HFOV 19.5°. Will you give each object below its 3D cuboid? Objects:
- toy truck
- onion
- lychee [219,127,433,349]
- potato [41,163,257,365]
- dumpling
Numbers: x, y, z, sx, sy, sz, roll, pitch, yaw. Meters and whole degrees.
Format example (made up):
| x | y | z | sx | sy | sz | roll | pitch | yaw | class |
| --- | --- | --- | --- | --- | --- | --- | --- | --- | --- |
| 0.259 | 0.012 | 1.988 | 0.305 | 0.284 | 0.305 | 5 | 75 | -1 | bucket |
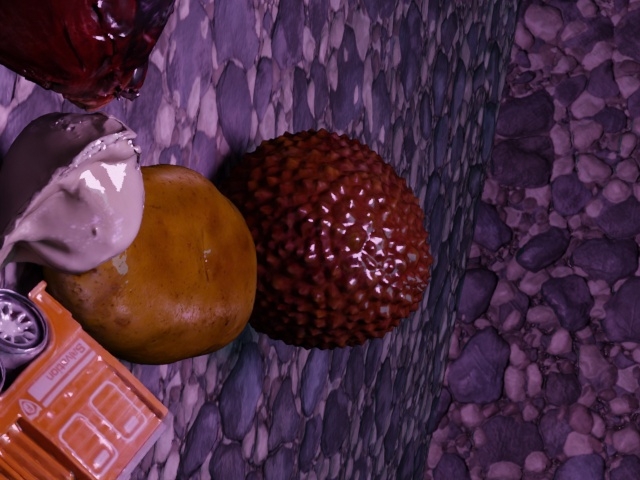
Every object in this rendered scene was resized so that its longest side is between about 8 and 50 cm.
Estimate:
| x | y | z | sx | sy | sz | roll | pitch | yaw | class |
| --- | --- | --- | --- | --- | --- | --- | --- | --- | --- |
| -0.285 | 0.212 | 1.465 | 0.173 | 0.207 | 0.387 | -49 | -179 | 34 | toy truck |
| -0.212 | -0.264 | 1.556 | 0.281 | 0.221 | 0.281 | 12 | 76 | -62 | onion |
| 0.000 | 0.000 | 2.243 | 0.304 | 0.275 | 0.276 | -151 | -114 | -71 | lychee |
| -0.173 | 0.024 | 1.928 | 0.195 | 0.176 | 0.369 | -57 | 161 | 10 | potato |
| -0.243 | -0.024 | 1.652 | 0.172 | 0.142 | 0.247 | -44 | -178 | -31 | dumpling |
